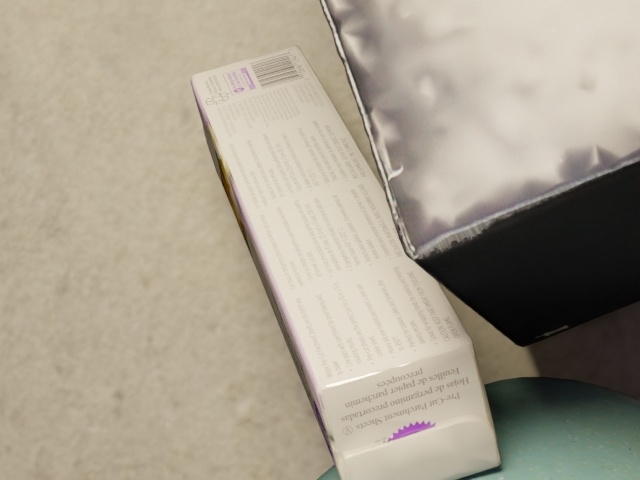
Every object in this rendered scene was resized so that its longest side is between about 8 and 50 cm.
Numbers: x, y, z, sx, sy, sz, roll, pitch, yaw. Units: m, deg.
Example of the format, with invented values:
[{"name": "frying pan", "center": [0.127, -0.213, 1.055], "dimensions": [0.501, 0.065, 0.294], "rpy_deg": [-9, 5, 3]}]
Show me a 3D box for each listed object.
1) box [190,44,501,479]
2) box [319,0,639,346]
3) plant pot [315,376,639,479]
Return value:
[{"name": "box", "center": [0.000, 0.000, 0.787], "dimensions": [0.067, 0.324, 0.063], "rpy_deg": [-18, 120, -5]}, {"name": "box", "center": [0.095, -0.131, 0.738], "dimensions": [0.183, 0.296, 0.294], "rpy_deg": [-21, 77, 10]}, {"name": "plant pot", "center": [0.094, 0.177, 0.754], "dimensions": [0.290, 0.290, 0.195], "rpy_deg": [7, 52, 24]}]
